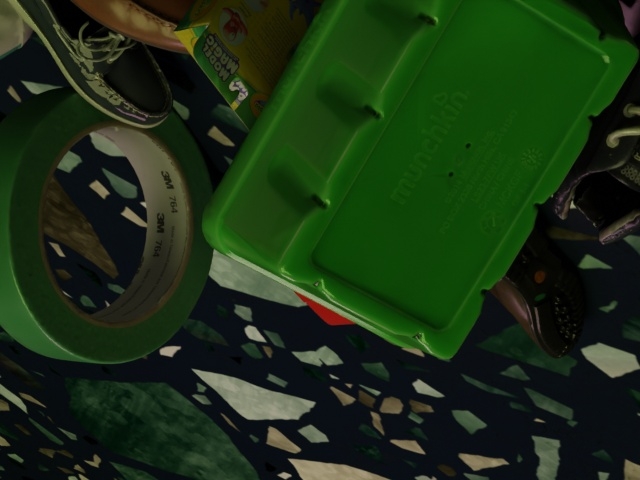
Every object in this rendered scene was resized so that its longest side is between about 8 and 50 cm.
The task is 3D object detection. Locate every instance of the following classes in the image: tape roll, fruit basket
[{"bbox_3d":[-0.257,-0.019,1.625,0.077,0.321,0.321,1,139,40],"label":"tape roll"},{"bbox_3d":[0.093,-0.100,1.237,0.283,0.392,0.392,28,151,-16],"label":"fruit basket"}]

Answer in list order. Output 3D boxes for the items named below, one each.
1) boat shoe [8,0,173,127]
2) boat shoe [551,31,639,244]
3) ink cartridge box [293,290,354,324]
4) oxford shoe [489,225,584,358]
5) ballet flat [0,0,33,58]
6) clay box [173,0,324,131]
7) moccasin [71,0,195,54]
[{"bbox_3d":[-0.246,-0.231,1.529,0.254,0.095,0.079,53,150,-13],"label":"boat shoe"},{"bbox_3d":[0.304,-0.119,1.149,0.127,0.158,0.340,29,150,2],"label":"boat shoe"},{"bbox_3d":[0.000,0.000,1.672,0.134,0.078,0.231,-7,133,47],"label":"ink cartridge box"},{"bbox_3d":[0.226,0.044,1.561,0.096,0.083,0.227,23,154,50],"label":"oxford shoe"},{"bbox_3d":[-0.505,-0.331,1.563,0.400,0.139,0.139,37,149,-11],"label":"ballet flat"},{"bbox_3d":[-0.045,-0.200,1.268,0.053,0.222,0.127,-1,137,43],"label":"clay box"},{"bbox_3d":[-0.206,-0.318,1.317,0.380,0.139,0.147,45,146,8],"label":"moccasin"}]
